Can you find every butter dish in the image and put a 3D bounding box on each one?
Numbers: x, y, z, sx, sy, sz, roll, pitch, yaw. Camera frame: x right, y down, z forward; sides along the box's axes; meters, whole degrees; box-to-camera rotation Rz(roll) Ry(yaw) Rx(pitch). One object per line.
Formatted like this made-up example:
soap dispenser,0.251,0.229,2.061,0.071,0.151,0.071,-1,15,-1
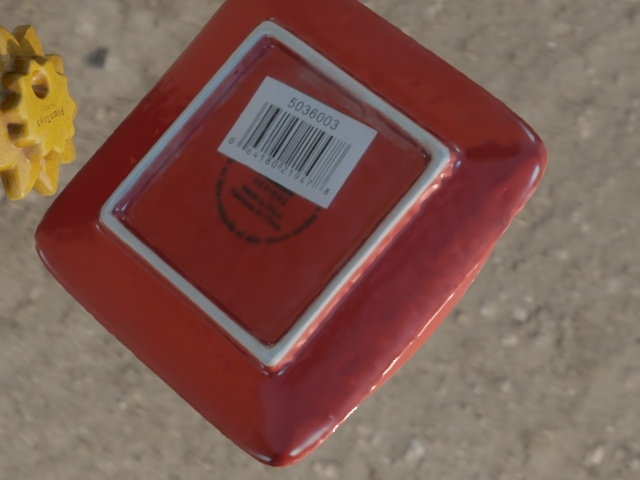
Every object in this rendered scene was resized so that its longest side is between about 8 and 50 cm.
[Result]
butter dish,0.000,0.000,0.782,0.160,0.160,0.118,-50,150,-3

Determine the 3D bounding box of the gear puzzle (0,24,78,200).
gear puzzle,-0.191,-0.106,0.844,0.339,0.044,0.175,45,46,-53
